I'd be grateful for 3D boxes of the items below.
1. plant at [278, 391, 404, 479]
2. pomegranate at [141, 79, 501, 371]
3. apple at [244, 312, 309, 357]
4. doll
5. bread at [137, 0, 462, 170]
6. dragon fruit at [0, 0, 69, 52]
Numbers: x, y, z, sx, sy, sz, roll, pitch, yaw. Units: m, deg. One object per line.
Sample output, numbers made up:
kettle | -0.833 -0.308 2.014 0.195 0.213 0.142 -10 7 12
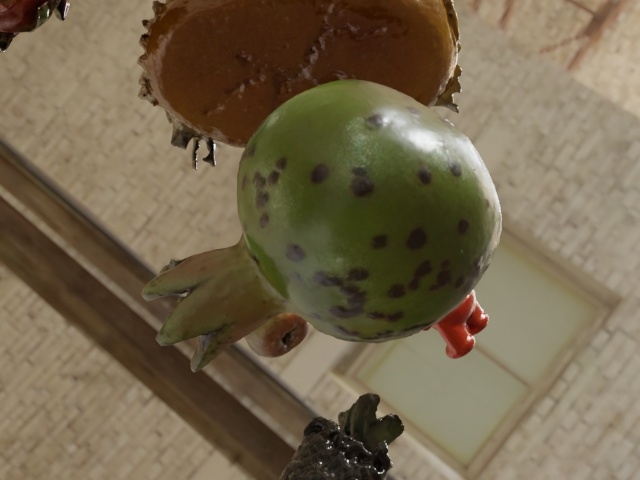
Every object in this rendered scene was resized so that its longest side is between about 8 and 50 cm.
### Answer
plant | 0.030 0.310 1.984 0.203 0.131 0.142 -56 -21 -31
pomegranate | 0.014 0.003 1.224 0.286 0.231 0.231 -44 -25 23
apple | -0.081 0.144 2.575 0.126 0.102 0.126 -29 -34 -23
doll | 0.149 0.033 2.371 0.105 0.336 0.200 -29 12 36
bread | -0.030 -0.227 1.737 0.183 0.389 0.236 -88 -13 -77
dragon fruit | -0.375 -0.325 1.647 0.224 0.224 0.227 88 -172 -48
